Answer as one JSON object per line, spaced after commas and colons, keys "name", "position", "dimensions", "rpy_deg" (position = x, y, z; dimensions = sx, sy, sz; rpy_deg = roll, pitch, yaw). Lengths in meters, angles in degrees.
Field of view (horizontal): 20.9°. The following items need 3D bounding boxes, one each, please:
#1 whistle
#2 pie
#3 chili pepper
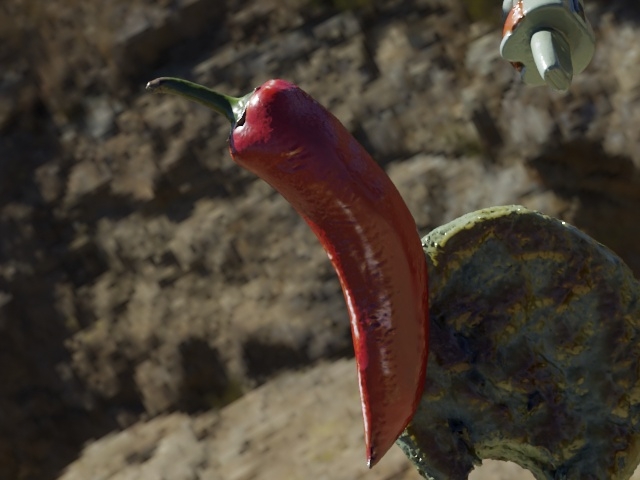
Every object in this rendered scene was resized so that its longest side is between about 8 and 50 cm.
{"name": "whistle", "position": [0.251, -0.230, 1.922], "dimensions": [0.253, 0.102, 0.106], "rpy_deg": [-89, 20, -59]}
{"name": "pie", "position": [0.185, 0.109, 1.580], "dimensions": [0.302, 0.302, 0.067], "rpy_deg": [-37, -6, -23]}
{"name": "chili pepper", "position": [0.008, 0.001, 1.409], "dimensions": [0.137, 0.368, 0.092], "rpy_deg": [-30, 6, 1]}
